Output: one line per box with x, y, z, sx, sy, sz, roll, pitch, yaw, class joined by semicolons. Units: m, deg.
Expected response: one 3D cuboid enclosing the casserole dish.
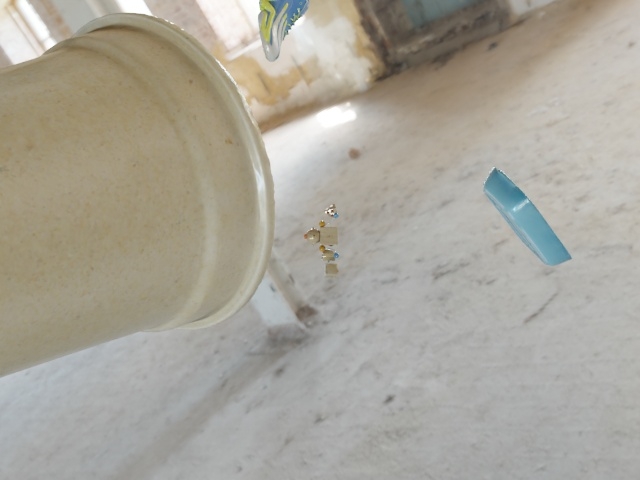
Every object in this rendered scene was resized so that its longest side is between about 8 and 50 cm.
0.290;-0.029;1.073;0.037;0.188;0.114;-41;37;7;casserole dish

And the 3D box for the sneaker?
-0.087;-0.547;1.827;0.126;0.240;0.091;-6;-18;1;sneaker

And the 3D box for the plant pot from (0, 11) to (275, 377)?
-0.262;-0.018;0.669;0.333;0.334;0.305;-15;8;40;plant pot

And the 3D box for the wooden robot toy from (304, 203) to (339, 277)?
0.000;0.000;1.742;0.079;0.173;0.076;0;-3;-7;wooden robot toy
